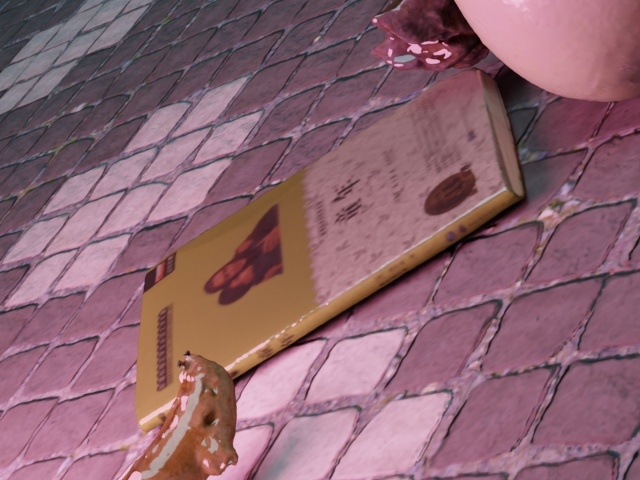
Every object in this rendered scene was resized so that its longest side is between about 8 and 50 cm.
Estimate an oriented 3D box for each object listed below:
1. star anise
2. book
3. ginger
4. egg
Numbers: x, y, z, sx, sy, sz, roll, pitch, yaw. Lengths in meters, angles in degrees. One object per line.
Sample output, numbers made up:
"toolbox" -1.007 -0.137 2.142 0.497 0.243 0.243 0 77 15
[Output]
"star anise" 0.142 -0.195 1.508 0.212 0.073 0.197 -32 -16 14
"book" 0.000 0.000 1.473 0.352 0.035 0.239 -32 25 13
"ginger" -0.166 0.219 1.239 0.334 0.081 0.148 -45 28 -13
"egg" 0.223 -0.188 1.331 0.271 0.206 0.162 -14 56 0
